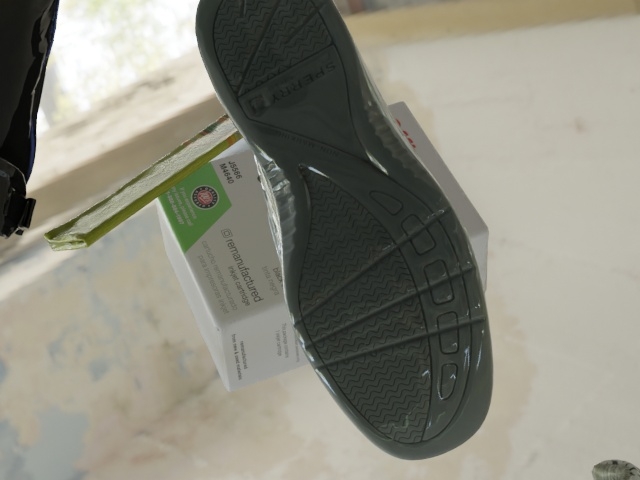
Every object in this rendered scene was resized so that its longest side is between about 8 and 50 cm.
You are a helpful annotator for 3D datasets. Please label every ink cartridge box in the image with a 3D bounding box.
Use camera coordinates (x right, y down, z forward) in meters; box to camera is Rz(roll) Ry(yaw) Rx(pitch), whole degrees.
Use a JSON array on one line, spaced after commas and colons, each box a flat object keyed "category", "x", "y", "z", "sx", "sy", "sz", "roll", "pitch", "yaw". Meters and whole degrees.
[{"category": "ink cartridge box", "x": 0.000, "y": 0.000, "z": 1.297, "sx": 0.272, "sy": 0.115, "sz": 0.198, "roll": -19, "pitch": -128, "yaw": -12}]

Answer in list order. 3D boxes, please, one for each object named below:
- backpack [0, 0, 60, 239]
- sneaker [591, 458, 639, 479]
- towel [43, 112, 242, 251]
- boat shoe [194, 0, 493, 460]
[{"category": "backpack", "x": -0.344, "y": -0.143, "z": 0.988, "sx": 0.213, "sy": 0.277, "sz": 0.263, "roll": 19, "pitch": -164, "yaw": 37}, {"category": "sneaker", "x": 0.128, "y": 0.295, "z": 0.950, "sx": 0.410, "sy": 0.182, "sz": 0.158, "roll": -47, "pitch": -156, "yaw": 10}, {"category": "towel", "x": -0.122, "y": -0.065, "z": 1.126, "sx": 0.237, "sy": 0.021, "sz": 0.102, "roll": -38, "pitch": -166, "yaw": -24}, {"category": "boat shoe", "x": 0.019, "y": -0.022, "z": 0.833, "sx": 0.118, "sy": 0.320, "sz": 0.103, "roll": -27, "pitch": 174, "yaw": 9}]
